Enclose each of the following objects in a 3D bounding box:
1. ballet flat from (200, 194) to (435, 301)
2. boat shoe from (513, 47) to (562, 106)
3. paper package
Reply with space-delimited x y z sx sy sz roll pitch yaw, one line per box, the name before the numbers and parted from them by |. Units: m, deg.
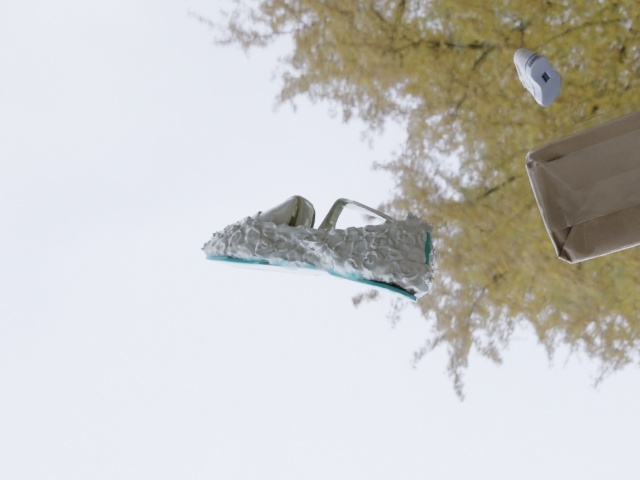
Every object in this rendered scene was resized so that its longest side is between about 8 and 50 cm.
ballet flat | 0.000 0.000 1.187 0.409 0.147 0.147 8 -130 35
boat shoe | 0.234 -0.179 0.852 0.035 0.100 0.035 -52 -122 9
paper package | 0.478 -0.116 1.107 0.309 0.325 0.168 -20 -87 25
